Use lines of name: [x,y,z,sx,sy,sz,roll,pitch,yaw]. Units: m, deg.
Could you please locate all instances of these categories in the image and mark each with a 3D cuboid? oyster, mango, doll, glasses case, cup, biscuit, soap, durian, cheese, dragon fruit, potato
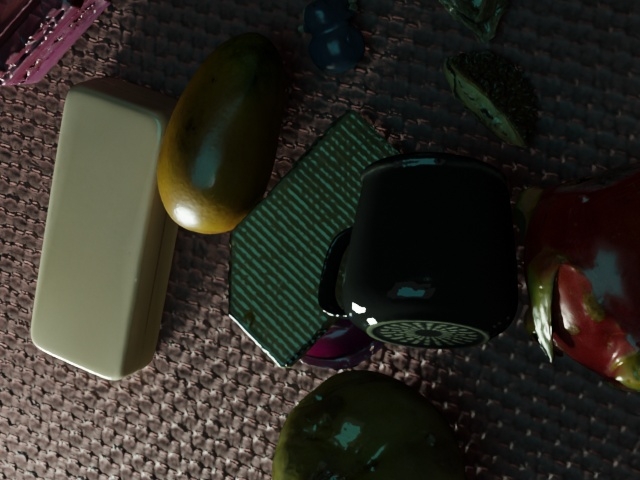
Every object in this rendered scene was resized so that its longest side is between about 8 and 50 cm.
oyster: [0.151,-0.294,1.548,0.125,0.064,0.177,21,102,7]
mango: [-0.103,-0.115,1.680,0.120,0.151,0.221,16,92,-17]
doll: [0.009,-0.216,1.648,0.076,0.050,0.083,-16,97,35]
glasses case: [-0.243,-0.013,1.818,0.144,0.076,0.336,22,112,21]
cup: [0.087,0.012,1.532,0.223,0.169,0.176,-8,73,39]
biscuit: [0.000,0.000,1.647,0.150,0.052,0.252,43,89,14]
soap: [-0.381,-0.261,1.816,0.250,0.099,0.162,-39,83,30]
durian: [0.178,-0.151,1.588,0.130,0.052,0.066,48,158,13]
cheese: [0.048,0.065,1.680,0.244,0.062,0.155,2,75,16]
dragon fruit: [0.293,0.036,1.475,0.224,0.224,0.227,-4,103,29]
potato: [0.038,0.306,1.678,0.218,0.202,0.351,30,125,32]
